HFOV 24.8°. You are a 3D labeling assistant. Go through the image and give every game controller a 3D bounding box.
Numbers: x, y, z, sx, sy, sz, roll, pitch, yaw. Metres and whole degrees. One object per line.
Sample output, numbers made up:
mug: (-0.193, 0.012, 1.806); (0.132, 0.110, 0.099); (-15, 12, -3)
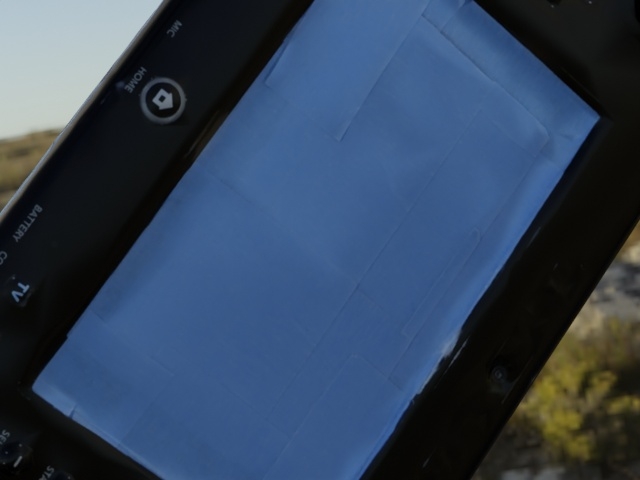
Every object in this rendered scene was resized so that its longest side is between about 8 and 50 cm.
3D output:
game controller: (0.000, 0.000, 0.447); (0.319, 0.166, 0.067); (-55, 27, -12)
